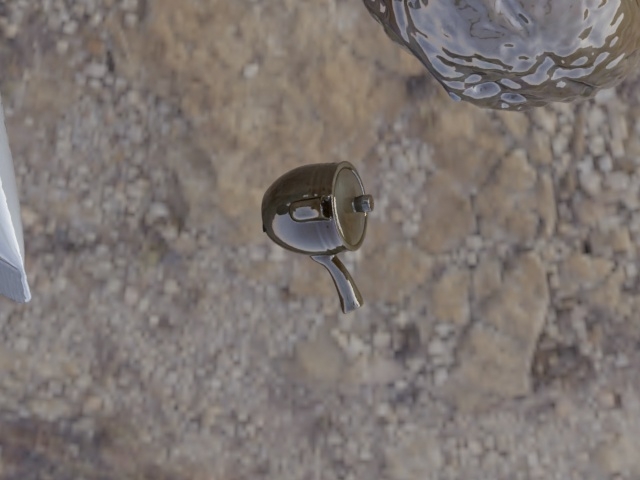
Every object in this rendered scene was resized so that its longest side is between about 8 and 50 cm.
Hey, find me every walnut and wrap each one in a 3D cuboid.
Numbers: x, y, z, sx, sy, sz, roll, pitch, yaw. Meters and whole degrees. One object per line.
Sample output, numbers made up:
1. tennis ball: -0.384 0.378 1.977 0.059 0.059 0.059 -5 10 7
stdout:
1. walnut: 0.119 -0.162 1.058 0.178 0.178 0.230 -25 147 21

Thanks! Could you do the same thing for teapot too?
1. teapot: 0.000 0.000 1.253 0.080 0.085 0.110 -6 94 24

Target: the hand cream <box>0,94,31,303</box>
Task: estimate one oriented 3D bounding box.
1. hand cream: -0.219 -0.121 0.921 0.089 0.140 0.314 -27 116 -29
